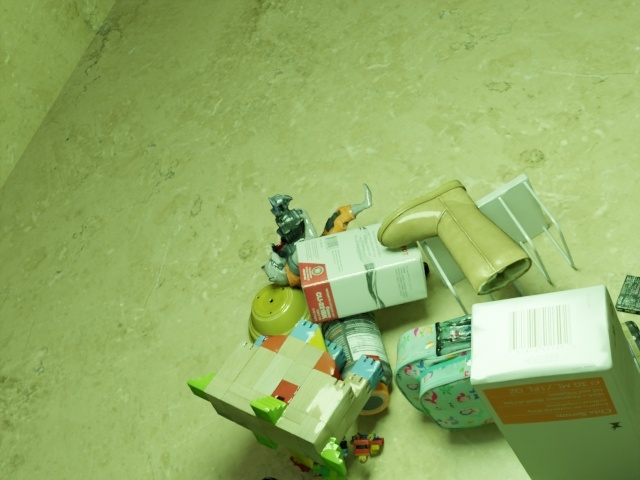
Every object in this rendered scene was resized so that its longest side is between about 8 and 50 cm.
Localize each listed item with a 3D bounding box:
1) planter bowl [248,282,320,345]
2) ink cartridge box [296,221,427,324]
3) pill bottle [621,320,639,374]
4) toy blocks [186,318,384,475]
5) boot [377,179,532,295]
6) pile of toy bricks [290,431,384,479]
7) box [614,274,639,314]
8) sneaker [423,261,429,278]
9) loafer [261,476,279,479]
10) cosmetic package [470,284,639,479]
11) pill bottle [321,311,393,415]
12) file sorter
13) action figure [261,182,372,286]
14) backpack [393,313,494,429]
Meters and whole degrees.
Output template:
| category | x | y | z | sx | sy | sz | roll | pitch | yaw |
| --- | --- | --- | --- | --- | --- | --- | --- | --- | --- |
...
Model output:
| category | x | y | z | sx | sy | sz | roll | pitch | yaw |
| --- | --- | --- | --- | --- | --- | --- | --- | --- | --- |
| planter bowl | -0.105 | 0.172 | 2.302 | 0.217 | 0.090 | 0.217 | -17 | 47 | 19 |
| ink cartridge box | 0.093 | 0.065 | 2.111 | 0.272 | 0.114 | 0.197 | -14 | 30 | 2 |
| pill bottle | 0.535 | 0.252 | 1.813 | 0.219 | 0.123 | 0.123 | -24 | 45 | 11 |
| toy blocks | -0.049 | 0.291 | 1.939 | 0.381 | 0.191 | 0.261 | 18 | 57 | 31 |
| boot | 0.272 | 0.013 | 1.939 | 0.236 | 0.089 | 0.270 | -34 | 51 | 3 |
| pile of toy bricks | 0.028 | 0.472 | 1.972 | 0.212 | 0.118 | 0.105 | -6 | 89 | 15 |
| box | 0.661 | 0.114 | 1.929 | 0.067 | 0.018 | 0.083 | 8 | 59 | 36 |
| sneaker | 0.199 | 0.104 | 2.194 | 0.084 | 0.058 | 0.152 | 16 | 56 | 49 |
| loafer | -0.067 | 0.577 | 1.940 | 0.080 | 0.078 | 0.220 | -47 | 44 | -11 |
| cosmetic package | 0.436 | 0.280 | 1.611 | 0.230 | 0.453 | 0.162 | -11 | 49 | 24 |
| pill bottle | 0.086 | 0.270 | 2.071 | 0.130 | 0.130 | 0.246 | -26 | 44 | 10 |
| file sorter | 0.396 | 0.031 | 2.042 | 0.277 | 0.193 | 0.173 | -32 | 46 | 5 |
| action figure | 0.000 | 0.000 | 2.235 | 0.330 | 0.341 | 0.179 | -30 | 60 | 5 |
| backpack | 0.280 | 0.271 | 1.886 | 0.253 | 0.225 | 0.191 | -12 | 43 | 28 |
